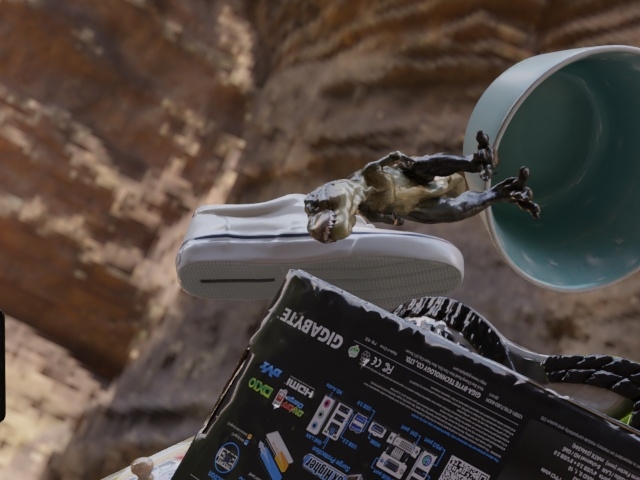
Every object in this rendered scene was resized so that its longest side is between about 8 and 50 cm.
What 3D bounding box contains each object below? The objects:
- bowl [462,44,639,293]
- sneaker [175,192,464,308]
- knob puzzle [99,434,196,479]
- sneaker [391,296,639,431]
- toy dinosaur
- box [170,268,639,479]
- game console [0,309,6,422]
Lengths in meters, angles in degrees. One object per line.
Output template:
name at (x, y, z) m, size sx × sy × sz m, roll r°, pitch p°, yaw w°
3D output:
bowl at (0.298, -0.108, 2.180) m, size 0.311 × 0.311 × 0.163 m, roll 37°, pitch 2°, yaw -33°
sneaker at (0.000, 0.000, 1.587) m, size 0.258 × 0.091 × 0.094 m, roll 3°, pitch -34°, yaw 5°
knob puzzle at (-0.073, 0.178, 1.390) m, size 0.213 × 0.213 × 0.030 m, roll 2°, pitch -68°, yaw 43°
sneaker at (0.147, 0.131, 1.304) m, size 0.300 × 0.111 × 0.121 m, roll 20°, pitch -18°, yaw 42°
toy dinosaur at (0.087, -0.037, 1.291) m, size 0.118 × 0.064 × 0.268 m, roll -10°, pitch -3°, yaw 29°
box at (0.021, 0.191, 0.865) m, size 0.073 × 0.293 × 0.295 m, roll 31°, pitch -5°, yaw -43°
game console at (-0.364, 0.123, 1.699) m, size 0.071 × 0.122 × 0.107 m, roll 18°, pitch 24°, yaw 40°
